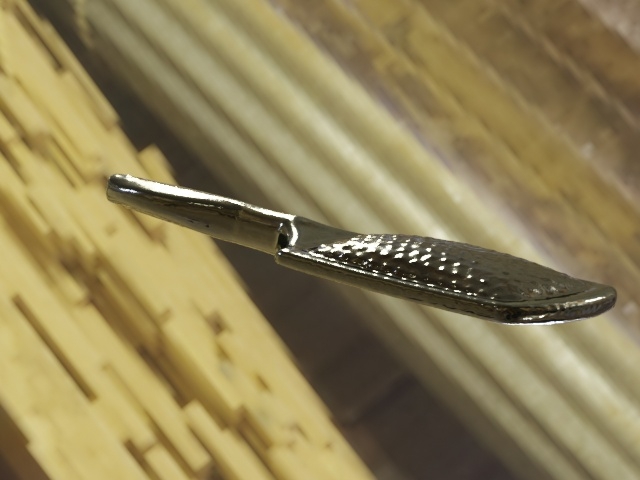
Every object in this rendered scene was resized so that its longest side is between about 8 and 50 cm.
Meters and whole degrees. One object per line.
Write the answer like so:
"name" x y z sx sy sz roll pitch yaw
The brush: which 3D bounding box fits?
"brush" 0.000 0.000 0.618 0.193 0.063 0.016 12 -80 38
